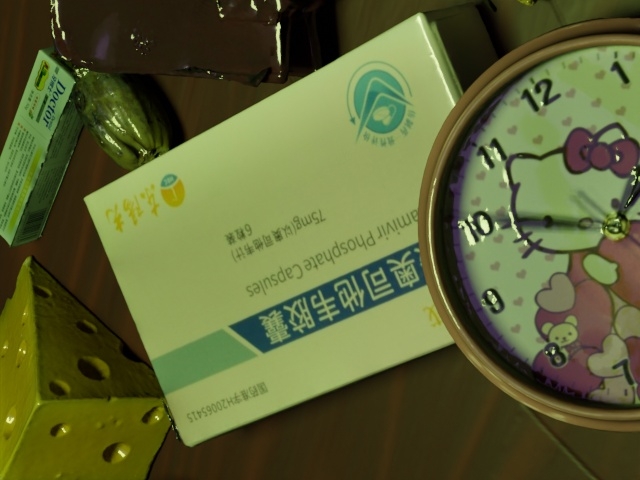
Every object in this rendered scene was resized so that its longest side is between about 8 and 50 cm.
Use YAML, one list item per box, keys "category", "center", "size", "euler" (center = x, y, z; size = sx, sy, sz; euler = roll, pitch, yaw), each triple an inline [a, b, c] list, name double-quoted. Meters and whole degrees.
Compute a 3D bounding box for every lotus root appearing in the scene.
- category: "lotus root"
  center: [-0.146, -0.095, 1.410]
  size: [0.054, 0.049, 0.099]
  euler: [-39, 81, 14]

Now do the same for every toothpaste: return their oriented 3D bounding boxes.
- category: "toothpaste"
  center: [-0.214, -0.069, 1.483]
  size: [0.046, 0.034, 0.164]
  euler: [41, 125, 23]

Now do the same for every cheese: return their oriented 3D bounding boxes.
- category: "cheese"
  center: [-0.208, 0.098, 1.509]
  size: [0.171, 0.126, 0.093]
  euler: [54, 130, 40]

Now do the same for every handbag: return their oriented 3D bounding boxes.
- category: "handbag"
  center: [-0.089, -0.211, 1.318]
  size: [0.216, 0.074, 0.203]
  euler: [6, 106, 36]

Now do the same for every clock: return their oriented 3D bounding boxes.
- category: "clock"
  center: [0.175, -0.008, 1.134]
  size: [0.244, 0.056, 0.244]
  euler: [2, 95, 17]

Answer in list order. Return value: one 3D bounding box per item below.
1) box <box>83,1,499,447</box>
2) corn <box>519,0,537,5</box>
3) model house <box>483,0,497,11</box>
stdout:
- category: "box"
  center: [0.000, 0.000, 1.309]
  size: [0.343, 0.065, 0.200]
  euler: [-25, 87, 40]
- category: "corn"
  center: [0.107, -0.177, 1.199]
  size: [0.028, 0.027, 0.083]
  euler: [-46, 72, 4]
- category: "model house"
  center: [0.072, -0.254, 1.061]
  size: [0.204, 0.243, 0.211]
  euler: [-45, 74, 38]
